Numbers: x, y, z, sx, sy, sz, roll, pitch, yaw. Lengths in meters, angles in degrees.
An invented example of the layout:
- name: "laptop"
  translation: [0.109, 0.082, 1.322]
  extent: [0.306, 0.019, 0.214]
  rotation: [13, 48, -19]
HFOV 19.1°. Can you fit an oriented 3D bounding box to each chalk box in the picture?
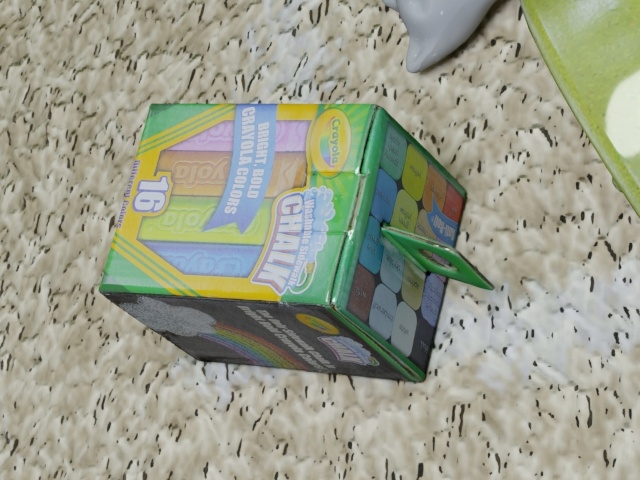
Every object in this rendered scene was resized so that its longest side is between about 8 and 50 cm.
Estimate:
- name: "chalk box"
  translation: [0.000, 0.000, 1.143]
  extent: [0.213, 0.132, 0.132]
  rotation: [2, 68, 29]

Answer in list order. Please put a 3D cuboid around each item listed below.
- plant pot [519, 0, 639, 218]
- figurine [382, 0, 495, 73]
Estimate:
- name: "plant pot"
  translation: [0.298, -0.124, 0.902]
  extent: [0.353, 0.366, 0.366]
  rotation: [-33, 55, 15]
- name: "figurine"
  translation: [0.117, -0.230, 1.228]
  extent: [0.209, 0.092, 0.215]
  rotation: [-26, 57, 25]
